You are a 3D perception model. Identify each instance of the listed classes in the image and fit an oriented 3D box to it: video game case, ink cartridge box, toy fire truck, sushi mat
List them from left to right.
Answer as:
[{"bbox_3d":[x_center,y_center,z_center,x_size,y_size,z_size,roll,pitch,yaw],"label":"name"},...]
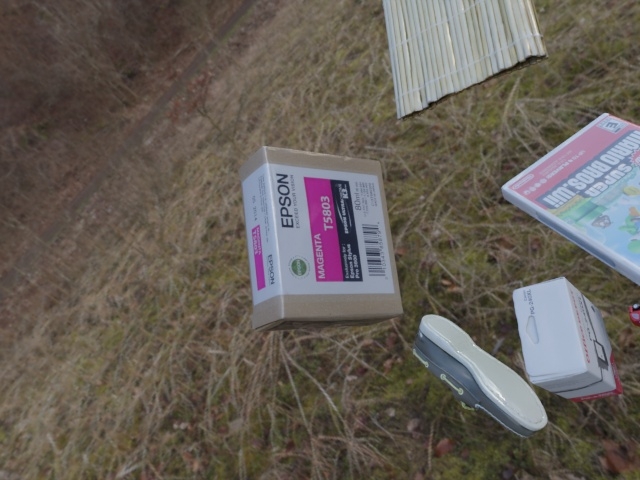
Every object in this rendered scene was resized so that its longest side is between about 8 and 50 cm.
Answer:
[{"bbox_3d":[0.000,0.000,0.778,0.088,0.193,0.235,-29,64,54],"label":"ink cartridge box"},{"bbox_3d":[0.128,-0.283,0.587,0.151,0.019,0.317,-21,61,35],"label":"sushi mat"},{"bbox_3d":[0.290,0.120,0.661,0.063,0.150,0.109,-21,57,33],"label":"ink cartridge box"},{"bbox_3d":[0.410,-0.061,0.740,0.204,0.025,0.285,-35,39,-4],"label":"video game case"},{"bbox_3d":[1.015,0.237,1.662,0.192,0.047,0.135,-26,37,44],"label":"toy fire truck"}]

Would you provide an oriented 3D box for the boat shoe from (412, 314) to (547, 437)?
[{"bbox_3d":[0.296,0.269,1.092,0.305,0.109,0.091,43,124,40],"label":"boat shoe"}]
